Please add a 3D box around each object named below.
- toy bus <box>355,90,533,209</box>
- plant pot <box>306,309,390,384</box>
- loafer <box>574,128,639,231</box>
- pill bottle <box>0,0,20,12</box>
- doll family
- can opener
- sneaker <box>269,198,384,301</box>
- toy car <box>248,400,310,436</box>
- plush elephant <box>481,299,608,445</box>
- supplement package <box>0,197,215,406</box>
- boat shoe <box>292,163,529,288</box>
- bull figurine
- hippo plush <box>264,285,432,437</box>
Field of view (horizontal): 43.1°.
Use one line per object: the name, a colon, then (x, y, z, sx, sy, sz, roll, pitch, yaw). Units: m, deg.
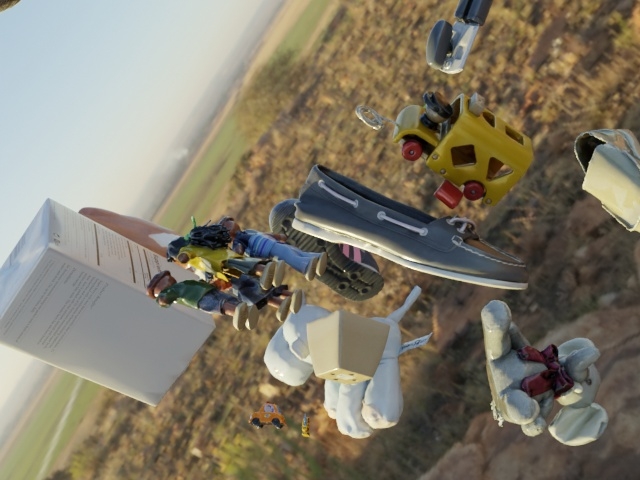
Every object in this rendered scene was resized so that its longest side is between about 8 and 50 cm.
toy bus: (0.182, -0.141, 1.063, 0.104, 0.202, 0.191, -51, 59, 32)
plant pot: (0.043, 0.189, 1.389, 0.109, 0.109, 0.096, -27, 49, 50)
loafer: (0.446, -0.089, 1.215, 0.268, 0.092, 0.102, -88, 4, -61)
pill bottle: (-0.504, -0.380, 1.119, 0.161, 0.161, 0.283, -48, 7, 34)
doll family: (-0.075, 0.022, 0.703, 0.193, 0.111, 0.076, 4, -79, -67)
can opener: (0.309, -0.496, 1.726, 0.076, 0.095, 0.284, 26, 97, 47)
sneaker: (0.000, 0.000, 1.570, 0.112, 0.319, 0.131, -34, 43, 13)
toy car: (-0.065, 0.286, 1.298, 0.060, 0.122, 0.041, -8, 66, 25)
plush elephant: (0.508, 0.302, 1.782, 0.330, 0.255, 0.272, 74, -174, -54)
supplement package: (-0.343, 0.100, 1.277, 0.177, 0.293, 0.175, -52, 30, 12)
boat shoe: (0.113, -0.020, 1.055, 0.112, 0.335, 0.096, -2, -73, -63)
bull figurine: (-0.343, 0.023, 1.587, 0.188, 0.310, 0.101, -45, 24, 59)
hippo plush: (0.031, 0.228, 1.511, 0.294, 0.236, 0.234, -46, 38, 36)
